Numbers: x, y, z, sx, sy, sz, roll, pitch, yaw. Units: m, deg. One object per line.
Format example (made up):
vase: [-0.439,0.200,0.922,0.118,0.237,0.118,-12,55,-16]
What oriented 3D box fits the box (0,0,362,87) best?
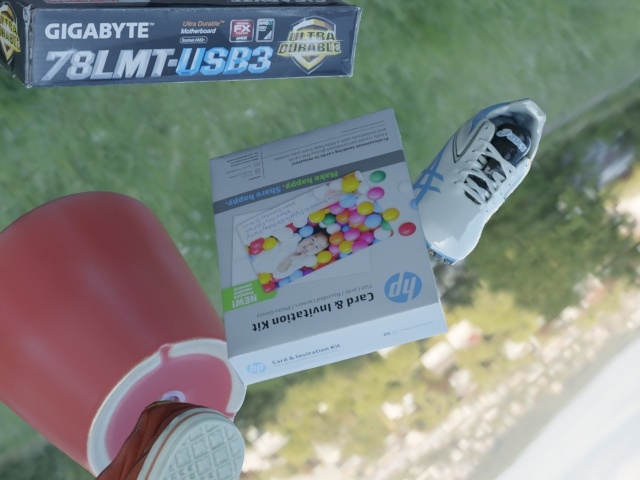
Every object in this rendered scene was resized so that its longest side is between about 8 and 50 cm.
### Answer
box: [-0.164,-0.208,1.086,0.295,0.293,0.073,-7,115,-29]

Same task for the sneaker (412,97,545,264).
sneaker: [0.150,-0.065,1.176,0.086,0.085,0.237,-47,-175,43]

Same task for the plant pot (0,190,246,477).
plant pot: [-0.225,0.119,1.344,0.275,0.243,0.275,-25,135,-27]

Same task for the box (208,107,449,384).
box: [0.000,0.000,0.865,0.145,0.186,0.038,-15,140,7]

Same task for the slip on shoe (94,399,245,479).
slip on shoe: [-0.182,0.292,1.107,0.123,0.101,0.331,30,86,-37]
